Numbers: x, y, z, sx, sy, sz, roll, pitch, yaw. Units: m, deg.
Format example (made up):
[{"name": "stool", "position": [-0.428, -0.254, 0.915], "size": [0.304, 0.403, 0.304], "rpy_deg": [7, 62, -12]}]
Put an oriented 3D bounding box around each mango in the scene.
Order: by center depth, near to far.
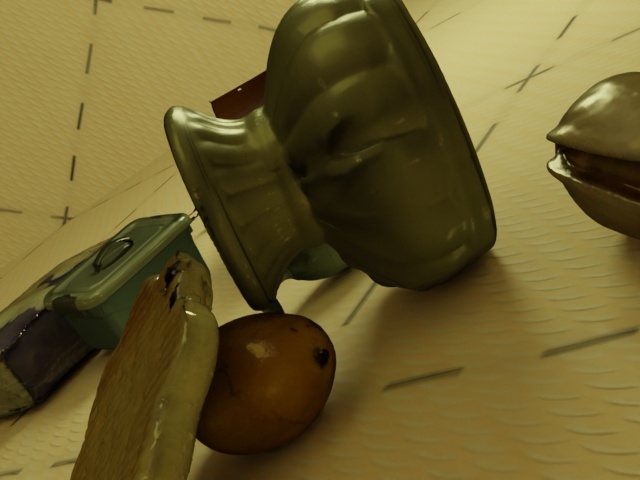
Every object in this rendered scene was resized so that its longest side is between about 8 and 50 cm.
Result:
[{"name": "mango", "position": [-0.067, 0.125, 0.985], "size": [0.147, 0.109, 0.227], "rpy_deg": [-46, 15, -19]}]

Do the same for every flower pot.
[{"name": "flower pot", "position": [0.003, -0.073, 1.034], "size": [0.244, 0.307, 0.307], "rpy_deg": [-23, 15, 1]}]

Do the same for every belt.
[{"name": "belt", "position": [-0.071, -0.139, 1.628], "size": [0.122, 0.217, 0.338], "rpy_deg": [-29, 11, 1]}]

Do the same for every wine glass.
[{"name": "wine glass", "position": [0.000, 0.000, 1.263], "size": [0.202, 0.093, 0.093], "rpy_deg": [-43, 16, -18]}]

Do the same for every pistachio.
[{"name": "pistachio", "position": [0.257, -0.064, 0.834], "size": [0.152, 0.126, 0.223], "rpy_deg": [0, 14, -6]}]

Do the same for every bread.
[{"name": "bread", "position": [-0.157, 0.162, 0.929], "size": [0.316, 0.054, 0.316], "rpy_deg": [-53, 25, 40]}]

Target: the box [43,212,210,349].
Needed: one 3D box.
[{"name": "box", "position": [-0.284, 0.058, 1.613], "size": [0.162, 0.130, 0.227], "rpy_deg": [-4, 34, 48]}]

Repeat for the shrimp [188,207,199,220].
[{"name": "shrimp", "position": [-0.163, -0.089, 1.971], "size": [0.190, 0.075, 0.073], "rpy_deg": [-31, 45, -11]}]

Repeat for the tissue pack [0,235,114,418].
[{"name": "tissue pack", "position": [-0.433, 0.135, 1.740], "size": [0.242, 0.125, 0.343], "rpy_deg": [-21, 20, 44]}]
